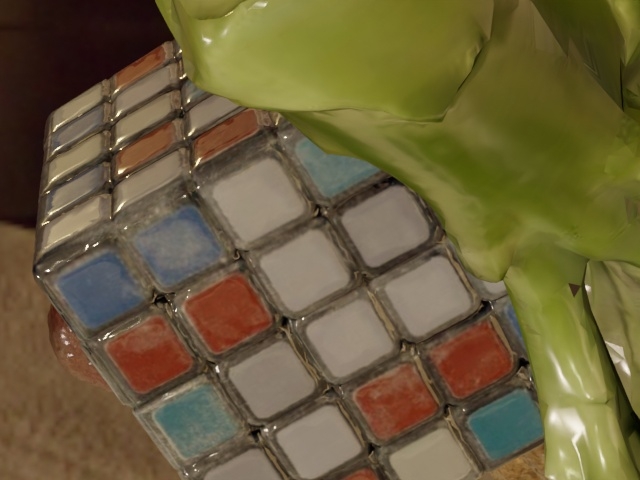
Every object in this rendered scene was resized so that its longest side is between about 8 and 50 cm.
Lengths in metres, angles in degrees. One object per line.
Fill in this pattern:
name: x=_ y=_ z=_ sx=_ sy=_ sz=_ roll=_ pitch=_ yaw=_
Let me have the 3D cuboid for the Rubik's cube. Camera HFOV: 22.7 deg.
Rubik's cube: x=0.000 y=0.000 z=1.088 sx=0.292 sy=0.293 sz=0.287 roll=59 pitch=-173 yaw=-25

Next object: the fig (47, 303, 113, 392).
fig: x=-0.149 y=0.061 z=1.314 sx=0.119 sy=0.153 sz=0.119 roll=17 pitch=117 yaw=36

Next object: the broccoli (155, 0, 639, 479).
broccoli: x=0.119 y=-0.069 z=0.568 sx=0.275 sy=0.397 sz=0.353 roll=-23 pitch=32 yaw=31

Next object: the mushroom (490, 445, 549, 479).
mushroom: x=0.242 y=0.119 z=1.652 sx=0.345 sy=0.239 sz=0.345 roll=45 pitch=168 yaw=12
